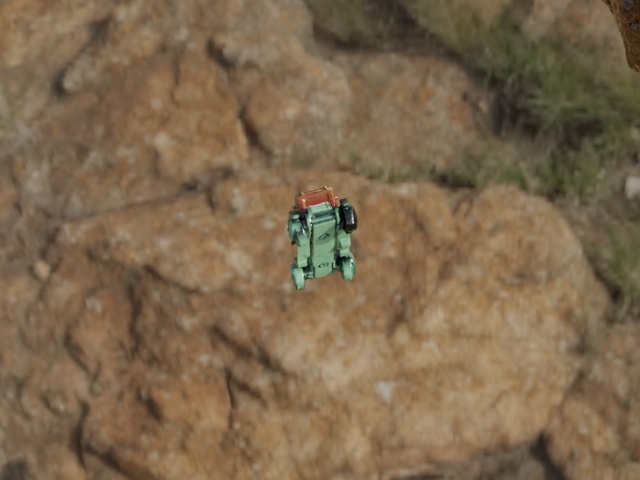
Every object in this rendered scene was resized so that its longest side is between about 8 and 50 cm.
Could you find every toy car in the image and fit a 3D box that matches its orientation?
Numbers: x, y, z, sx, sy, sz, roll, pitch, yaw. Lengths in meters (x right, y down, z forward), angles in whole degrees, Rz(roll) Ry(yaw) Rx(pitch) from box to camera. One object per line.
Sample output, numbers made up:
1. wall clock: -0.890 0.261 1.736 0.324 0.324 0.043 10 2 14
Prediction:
1. toy car: 0.000 0.000 1.648 0.073 0.143 0.054 -15 63 -6

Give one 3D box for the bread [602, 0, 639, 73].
1. bread: 0.130 -0.157 0.598 0.132 0.172 0.103 -24 18 31
